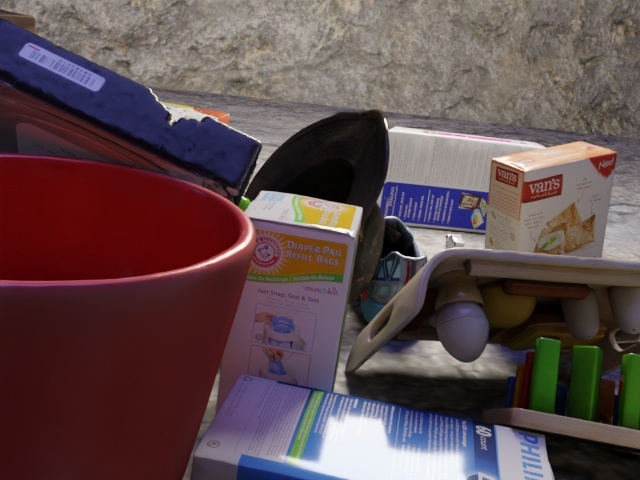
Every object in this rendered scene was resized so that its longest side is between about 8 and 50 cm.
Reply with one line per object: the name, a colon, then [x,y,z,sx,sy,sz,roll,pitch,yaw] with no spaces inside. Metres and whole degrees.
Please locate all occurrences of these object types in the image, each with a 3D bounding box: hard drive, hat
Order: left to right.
hard drive: [-0.206,-0.033,0.734,0.236,0.339,0.064,26,60,-6]
hat: [0.000,0.000,0.929,0.134,0.331,0.331,40,4,-26]

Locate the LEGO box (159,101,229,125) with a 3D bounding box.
LEGO box: [-0.429,-0.108,1.097,0.499,0.193,0.372,11,18,7]

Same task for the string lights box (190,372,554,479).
string lights box: [0.043,0.186,0.587,0.259,0.077,0.133,11,18,7]

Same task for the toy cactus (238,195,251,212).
toy cactus: [-0.177,-0.050,0.831,0.218,0.181,0.112,11,49,2]

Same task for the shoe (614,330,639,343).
shoe: [0.364,0.101,0.967,0.219,0.076,0.058,8,47,-52]

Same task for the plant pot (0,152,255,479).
plant pot: [-0.192,0.090,0.507,0.274,0.243,0.275,7,17,-2]

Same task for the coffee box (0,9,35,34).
coffee box: [-0.524,-0.259,1.008,0.297,0.119,0.168,22,22,37]

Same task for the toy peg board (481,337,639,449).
toy peg board: [0.244,0.143,0.695,0.161,0.079,0.161,10,-12,4]

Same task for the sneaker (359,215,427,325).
sneaker: [0.092,0.022,1.038,0.104,0.125,0.262,4,18,-16]

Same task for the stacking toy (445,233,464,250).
stacking toy: [0.306,0.046,1.182,0.166,0.052,0.221,3,19,-16]

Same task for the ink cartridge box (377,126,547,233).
ink cartridge box: [0.229,-0.111,1.428,0.370,0.176,0.069,5,18,-11]

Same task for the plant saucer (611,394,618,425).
plant saucer: [0.321,0.185,0.818,0.083,0.015,0.083,8,18,-3]

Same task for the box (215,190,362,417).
box: [-0.028,0.067,0.716,0.103,0.203,0.114,9,18,4]

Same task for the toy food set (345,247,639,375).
toy food set: [0.200,0.100,0.784,0.305,0.093,0.220,5,-26,-13]

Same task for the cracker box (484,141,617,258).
cracker box: [0.291,-0.001,0.987,0.155,0.232,0.067,-13,25,-26]
